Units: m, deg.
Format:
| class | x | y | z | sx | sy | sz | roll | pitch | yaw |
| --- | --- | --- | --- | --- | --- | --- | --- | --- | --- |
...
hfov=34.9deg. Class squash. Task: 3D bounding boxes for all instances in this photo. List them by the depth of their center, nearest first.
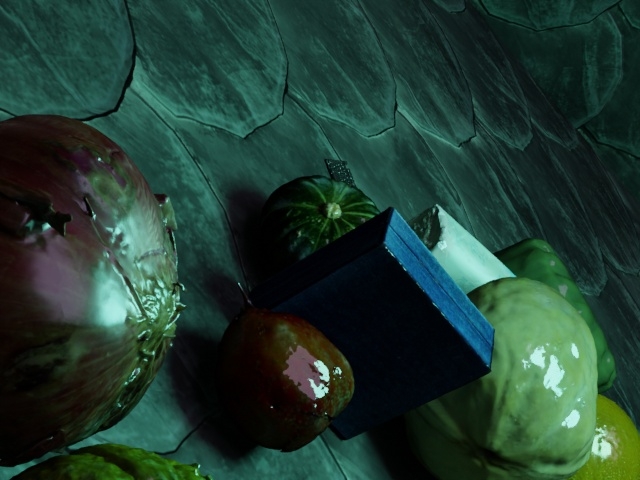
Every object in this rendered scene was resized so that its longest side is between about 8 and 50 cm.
| class | x | y | z | sx | sy | sz | roll | pitch | yaw |
| --- | --- | --- | --- | --- | --- | --- | --- | --- | --- |
| squash | 0.003 | -0.003 | 1.627 | 0.218 | 0.172 | 0.218 | 3 | 68 | -7 |

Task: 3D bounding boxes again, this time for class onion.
| class | x | y | z | sx | sy | sz | roll | pitch | yaw |
| --- | --- | --- | --- | --- | --- | --- | --- | --- | --- |
| onion | -0.277 | 0.046 | 0.998 | 0.354 | 0.354 | 0.353 | 38 | 35 | -33 |

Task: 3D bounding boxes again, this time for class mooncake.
| class | x | y | z | sx | sy | sz | roll | pitch | yaw |
| --- | --- | --- | --- | --- | --- | --- | --- | --- | --- |
| mooncake | 0.457 | 0.168 | 2.080 | 0.356 | 0.194 | 0.356 | 61 | 11 | -21 |

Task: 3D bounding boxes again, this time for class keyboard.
| class | x | y | z | sx | sy | sz | roll | pitch | yaw |
| --- | --- | --- | --- | --- | --- | --- | --- | --- | --- |
| keyboard | 0.061 | -0.071 | 1.953 | 0.060 | 0.018 | 0.195 | 7 | 57 | -52 |

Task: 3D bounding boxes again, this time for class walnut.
| class | x | y | z | sx | sy | sz | roll | pitch | yaw |
| --- | --- | --- | --- | --- | --- | --- | --- | --- | --- |
| walnut | 0.293 | 0.243 | 1.676 | 0.381 | 0.381 | 0.381 | 38 | 35 | -33 |

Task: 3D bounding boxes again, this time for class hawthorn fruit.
| class | x | y | z | sx | sy | sz | roll | pitch | yaw |
| --- | --- | --- | --- | --- | --- | --- | --- | --- | --- |
| hawthorn fruit | -0.065 | 0.166 | 1.379 | 0.235 | 0.181 | 0.181 | 60 | 29 | 3 |

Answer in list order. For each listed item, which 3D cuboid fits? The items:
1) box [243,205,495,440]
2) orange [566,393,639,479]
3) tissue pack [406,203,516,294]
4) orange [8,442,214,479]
| class | x | y | z | sx | sy | sz | roll | pitch | yaw |
| --- | --- | --- | --- | --- | --- | --- | --- | --- | --- |
| box | 0.068 | 0.130 | 1.502 | 0.261 | 0.279 | 0.116 | 49 | 29 | -19 |
| orange | 0.459 | 0.409 | 1.867 | 0.274 | 0.274 | 0.274 | 38 | 35 | -33 |
| tissue pack | 0.224 | 0.083 | 1.873 | 0.271 | 0.201 | 0.124 | 38 | 28 | -33 |
| orange | -0.191 | 0.337 | 0.967 | 0.300 | 0.223 | 0.301 | 30 | 40 | -32 |
